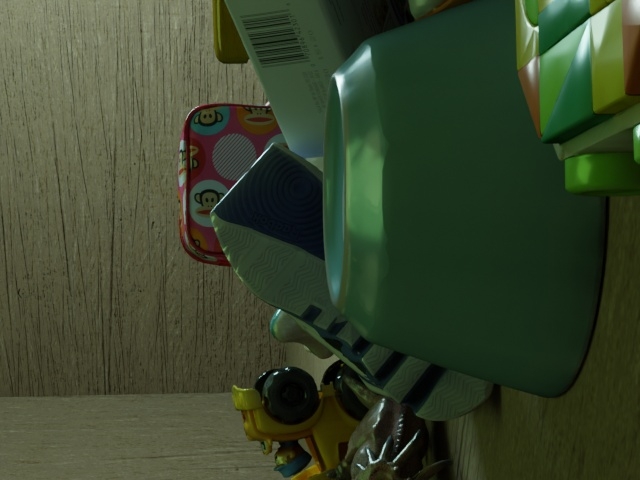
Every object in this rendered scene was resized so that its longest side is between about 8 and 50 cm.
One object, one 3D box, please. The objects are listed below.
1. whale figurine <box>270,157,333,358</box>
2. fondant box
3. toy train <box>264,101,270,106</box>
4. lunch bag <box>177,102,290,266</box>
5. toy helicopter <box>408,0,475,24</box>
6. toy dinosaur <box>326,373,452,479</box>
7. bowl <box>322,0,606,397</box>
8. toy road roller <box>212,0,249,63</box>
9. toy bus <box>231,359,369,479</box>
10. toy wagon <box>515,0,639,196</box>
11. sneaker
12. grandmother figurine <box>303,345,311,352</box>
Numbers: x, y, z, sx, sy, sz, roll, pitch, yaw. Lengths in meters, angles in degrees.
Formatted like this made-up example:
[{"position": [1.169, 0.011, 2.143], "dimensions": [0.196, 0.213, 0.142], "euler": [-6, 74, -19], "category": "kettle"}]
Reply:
[{"position": [0.000, 0.000, 1.603], "dimensions": [0.141, 0.216, 0.272], "euler": [9, 79, 45], "category": "whale figurine"}, {"position": [0.013, -0.276, 1.307], "dimensions": [0.330, 0.096, 0.238], "euler": [-73, -30, -42], "category": "fondant box"}, {"position": [-0.013, -0.300, 2.276], "dimensions": [0.105, 0.143, 0.248], "euler": [-129, 43, -69], "category": "toy train"}, {"position": [-0.053, -0.060, 1.859], "dimensions": [0.120, 0.293, 0.258], "euler": [135, 135, -76], "category": "lunch bag"}, {"position": [0.104, -0.247, 1.205], "dimensions": [0.355, 0.140, 0.235], "euler": [77, 179, -60], "category": "toy helicopter"}, {"position": [0.074, 0.237, 1.426], "dimensions": [0.200, 0.127, 0.296], "euler": [94, 177, -47], "category": "toy dinosaur"}, {"position": [0.089, -0.038, 0.984], "dimensions": [0.311, 0.163, 0.311], "euler": [180, 90, -85], "category": "bowl"}, {"position": [-0.024, -0.323, 1.766], "dimensions": [0.329, 0.240, 0.202], "euler": [-105, 15, -70], "category": "toy road roller"}, {"position": [0.012, 0.251, 1.627], "dimensions": [0.149, 0.220, 0.211], "euler": [151, 112, -79], "category": "toy bus"}, {"position": [0.164, -0.166, 0.643], "dimensions": [0.344, 0.068, 0.267], "euler": [140, 129, -84], "category": "toy wagon"}, {"position": [0.033, 0.066, 1.271], "dimensions": [0.315, 0.127, 0.182], "euler": [43, 172, 15], "category": "sneaker"}, {"position": [0.002, 0.041, 2.347], "dimensions": [0.208, 0.104, 0.342], "euler": [-112, 17, -52], "category": "grandmother figurine"}]
